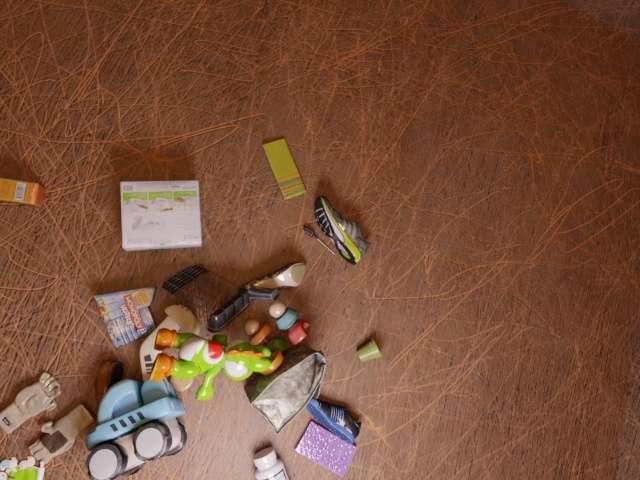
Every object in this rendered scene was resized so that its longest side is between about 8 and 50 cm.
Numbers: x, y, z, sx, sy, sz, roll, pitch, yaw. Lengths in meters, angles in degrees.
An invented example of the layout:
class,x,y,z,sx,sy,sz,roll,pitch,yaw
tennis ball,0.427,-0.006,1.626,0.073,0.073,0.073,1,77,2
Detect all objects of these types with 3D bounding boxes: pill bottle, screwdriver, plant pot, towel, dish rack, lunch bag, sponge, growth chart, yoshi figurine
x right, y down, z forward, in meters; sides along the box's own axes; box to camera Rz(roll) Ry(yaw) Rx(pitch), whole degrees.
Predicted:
class,x,y,z,sx,sy,sz,roll,pitch,yaw
pill bottle,-0.166,0.834,1.579,0.108,0.108,0.194,-19,87,-17
screwdriver,0.000,0.000,1.795,0.169,0.024,0.025,37,103,-9
plant pot,0.183,0.434,1.756,0.079,0.083,0.083,-24,88,-4
towel,-0.144,-0.284,1.802,0.102,0.021,0.237,-21,87,-23
dish rack,-0.400,0.186,1.567,0.271,0.074,0.208,24,31,17
lunch bag,-0.105,0.492,1.579,0.287,0.235,0.169,-43,95,-16
sponge,0.020,0.771,1.679,0.210,0.031,0.117,33,74,-7
growth chart,-0.994,0.770,1.411,0.237,0.021,0.172,1,80,-16
yoshi figurine,-0.344,0.383,1.437,0.361,0.203,0.204,10,95,-22

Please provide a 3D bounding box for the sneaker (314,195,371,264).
class,x,y,z,sx,sy,sz,roll,pitch,yaw
sneaker,0.085,-0.053,1.794,0.121,0.111,0.300,-37,98,-27

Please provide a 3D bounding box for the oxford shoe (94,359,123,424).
class,x,y,z,sx,sy,sz,roll,pitch,yaw
oxford shoe,-0.719,0.504,1.511,0.075,0.076,0.213,6,82,17

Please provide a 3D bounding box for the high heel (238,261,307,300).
class,x,y,z,sx,sy,sz,roll,pitch,yaw
high heel,-0.179,0.141,1.709,0.261,0.186,0.093,-39,121,-49

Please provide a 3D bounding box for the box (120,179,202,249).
class,x,y,z,sx,sy,sz,roll,pitch,yaw
box,-0.558,-0.086,1.602,0.261,0.127,0.231,-4,83,-16

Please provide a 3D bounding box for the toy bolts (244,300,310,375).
class,x,y,z,sx,sy,sz,roll,pitch,yaw
toy bolts,-0.170,0.323,1.572,0.228,0.218,0.158,-41,98,13

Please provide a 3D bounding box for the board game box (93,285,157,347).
class,x,y,z,sx,sy,sz,roll,pitch,yaw
board game box,-0.645,0.243,1.564,0.194,0.060,0.194,-23,88,-16

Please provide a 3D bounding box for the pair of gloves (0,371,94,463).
class,x,y,z,sx,sy,sz,roll,pitch,yaw
pair of gloves,-0.881,0.573,1.460,0.240,0.042,0.204,43,77,-3

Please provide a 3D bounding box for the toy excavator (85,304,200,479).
class,x,y,z,sx,sy,sz,roll,pitch,yaw
toy excavator,-0.563,0.481,1.479,0.432,0.222,0.446,-23,71,-7

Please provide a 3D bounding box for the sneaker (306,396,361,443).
class,x,y,z,sx,sy,sz,roll,pitch,yaw
sneaker,0.049,0.648,1.688,0.232,0.081,0.090,41,50,1

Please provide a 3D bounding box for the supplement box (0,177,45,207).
class,x,y,z,sx,sy,sz,roll,pitch,yaw
supplement box,-1.059,-0.167,1.506,0.233,0.078,0.080,10,82,-13

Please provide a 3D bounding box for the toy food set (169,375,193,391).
class,x,y,z,sx,sy,sz,roll,pitch,yaw
toy food set,-0.489,0.486,1.590,0.083,0.020,0.082,46,74,-5
